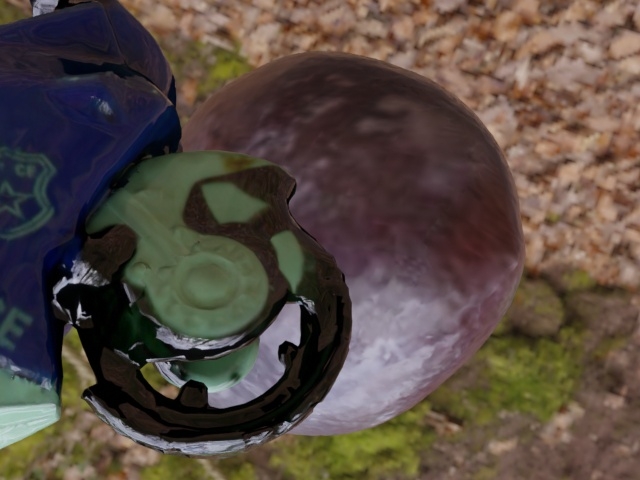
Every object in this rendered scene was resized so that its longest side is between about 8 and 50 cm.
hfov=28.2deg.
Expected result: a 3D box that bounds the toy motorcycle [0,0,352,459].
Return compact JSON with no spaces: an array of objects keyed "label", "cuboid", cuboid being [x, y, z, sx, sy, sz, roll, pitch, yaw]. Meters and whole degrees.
[{"label":"toy motorcycle","cuboid":[-0.161,0.002,0.426,0.331,0.196,0.125,-7,149,-10]}]

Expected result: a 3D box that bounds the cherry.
[{"label":"cherry","cuboid":[0.000,0.000,0.702,0.266,0.213,0.183,-1,165,43]}]
